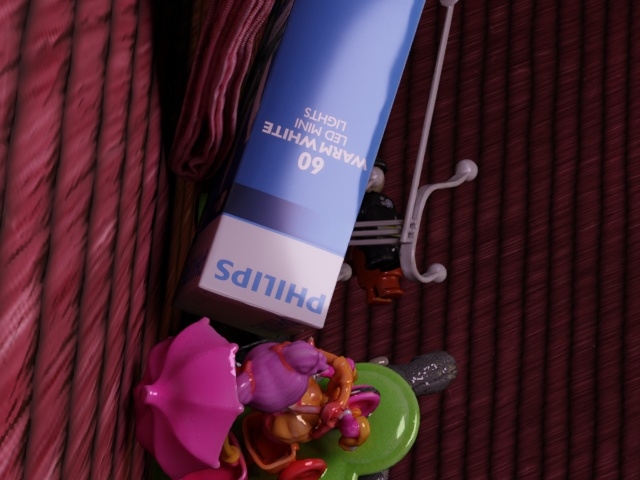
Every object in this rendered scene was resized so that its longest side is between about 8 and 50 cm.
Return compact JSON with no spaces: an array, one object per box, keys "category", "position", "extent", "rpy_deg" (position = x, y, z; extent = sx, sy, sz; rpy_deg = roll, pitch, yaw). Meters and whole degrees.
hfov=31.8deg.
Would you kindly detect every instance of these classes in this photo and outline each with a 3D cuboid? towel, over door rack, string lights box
[{"category":"towel","position":[-0.012,-0.220,0.656],"extent":[0.237,0.037,0.328],"rpy_deg":[121,-14,-61]},{"category":"over door rack","position":[0.031,-0.115,1.111],"extent":[0.108,0.240,0.324],"rpy_deg":[16,76,-52]},{"category":"string lights box","position":[-0.008,-0.075,0.683],"extent":[0.133,0.077,0.259],"rpy_deg":[150,-41,-73]}]

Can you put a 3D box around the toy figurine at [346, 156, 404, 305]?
[{"category":"toy figurine","position":[0.000,0.000,1.382],"extent":[0.213,0.210,0.148],"rpy_deg":[77,-1,-70]}]

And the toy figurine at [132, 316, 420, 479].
[{"category":"toy figurine","position":[-0.033,0.097,0.622],"extent":[0.159,0.173,0.130],"rpy_deg":[71,-3,-62]}]

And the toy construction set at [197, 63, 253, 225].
[{"category":"toy construction set","position":[-0.025,-0.114,0.932],"extent":[0.327,0.151,0.215],"rpy_deg":[-69,167,-51]}]

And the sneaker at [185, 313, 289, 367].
[{"category":"sneaker","position":[-0.064,0.126,0.760],"extent":[0.286,0.109,0.130],"rpy_deg":[-101,-175,-49]}]

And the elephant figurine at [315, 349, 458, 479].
[{"category":"elephant figurine","position":[0.011,0.162,0.992],"extent":[0.169,0.240,0.185],"rpy_deg":[96,-2,-70]}]
